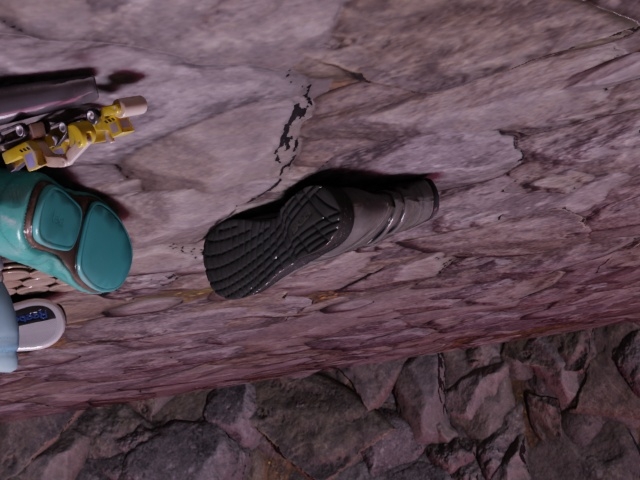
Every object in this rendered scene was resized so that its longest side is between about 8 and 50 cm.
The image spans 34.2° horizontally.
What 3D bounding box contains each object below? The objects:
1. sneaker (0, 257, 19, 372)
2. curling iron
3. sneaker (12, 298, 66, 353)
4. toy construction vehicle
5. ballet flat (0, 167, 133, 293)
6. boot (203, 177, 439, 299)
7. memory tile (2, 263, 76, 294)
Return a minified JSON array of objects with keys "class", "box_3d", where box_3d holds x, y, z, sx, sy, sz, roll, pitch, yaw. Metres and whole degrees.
[{"class":"sneaker","box_3d":[-0.455,0.129,0.954,0.366,0.150,0.135,-19,-177,-13]},{"class":"curling iron","box_3d":[-0.279,-0.073,0.669,0.274,0.035,0.068,-15,-172,-2]},{"class":"sneaker","box_3d":[-0.410,0.111,1.232,0.216,0.079,0.121,-2,174,-11]},{"class":"toy construction vehicle","box_3d":[-0.167,-0.067,0.698,0.098,0.035,0.086,-12,-174,33]},{"class":"ballet flat","box_3d":[-0.235,-0.011,0.893,0.087,0.083,0.247,12,170,9]},{"class":"boot","box_3d":[0.000,0.000,1.095,0.161,0.083,0.246,-6,169,-43]},{"class":"memory tile","box_3d":[-0.297,0.041,1.168,0.148,0.012,0.113,-3,165,-26]}]
